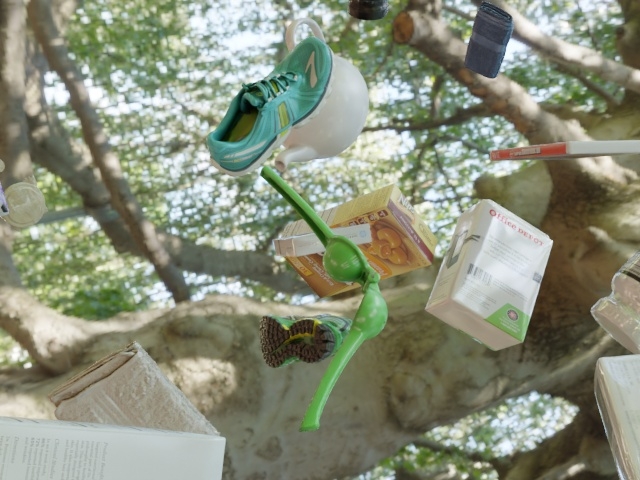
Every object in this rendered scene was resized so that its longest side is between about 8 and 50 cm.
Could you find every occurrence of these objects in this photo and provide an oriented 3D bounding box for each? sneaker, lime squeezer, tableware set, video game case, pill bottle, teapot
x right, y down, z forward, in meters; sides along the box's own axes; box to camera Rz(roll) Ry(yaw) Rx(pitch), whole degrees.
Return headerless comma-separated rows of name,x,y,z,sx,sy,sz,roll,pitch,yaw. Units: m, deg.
sneaker,-0.077,-0.221,1.285,0.107,0.275,0.110,35,-8,24
lime squeezer,0.009,0.049,0.846,0.059,0.110,0.310,82,-3,-59
tableware set,-0.463,-0.046,1.083,0.020,0.168,0.141,15,-34,47
sneaker,-0.038,0.248,1.995,0.343,0.146,0.134,-4,-90,53
video game case,0.492,-0.176,1.570,0.285,0.204,0.025,-171,-102,-73
pill bottle,0.111,-0.610,1.775,0.123,0.123,0.219,46,-34,41
pill bottle,0.667,0.081,1.539,0.162,0.278,0.162,44,-1,1
teapot,-0.031,-0.308,1.740,0.252,0.187,0.256,-47,-122,21

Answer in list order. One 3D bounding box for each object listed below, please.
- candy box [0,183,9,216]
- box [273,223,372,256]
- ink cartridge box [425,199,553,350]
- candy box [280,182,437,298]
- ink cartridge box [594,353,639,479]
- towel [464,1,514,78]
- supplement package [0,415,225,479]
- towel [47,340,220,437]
candy box,-0.429,-0.126,0.908,0.196,0.070,0.164,113,-44,-69
box,0.000,0.000,1.505,0.186,0.145,0.038,172,-93,-75
ink cartridge box,0.381,0.076,1.792,0.198,0.273,0.115,31,-28,-11
candy box,0.079,0.008,1.794,0.316,0.087,0.183,-21,-59,35
ink cartridge box,0.552,0.252,0.945,0.308,0.385,0.091,-80,163,-58
towel,0.276,-0.325,1.304,0.067,0.029,0.119,36,-34,22
supplement package,-0.268,0.291,0.834,0.198,0.263,0.199,-14,-113,55
towel,-0.318,0.313,1.387,0.282,0.187,0.049,56,2,-33
